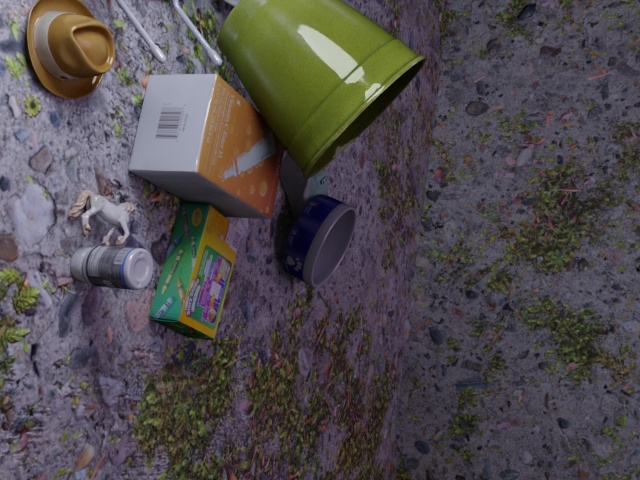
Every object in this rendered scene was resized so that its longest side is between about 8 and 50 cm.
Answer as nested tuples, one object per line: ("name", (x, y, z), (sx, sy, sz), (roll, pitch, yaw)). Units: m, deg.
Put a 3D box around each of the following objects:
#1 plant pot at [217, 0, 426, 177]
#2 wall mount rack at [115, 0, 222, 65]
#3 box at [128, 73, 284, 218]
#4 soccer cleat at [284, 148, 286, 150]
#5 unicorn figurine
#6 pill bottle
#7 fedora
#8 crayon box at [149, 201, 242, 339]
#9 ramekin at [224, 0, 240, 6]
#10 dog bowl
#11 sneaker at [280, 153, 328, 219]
("plant pot", (-0.023, -0.388, 1.592), (0.353, 0.366, 0.366), (46, 32, 1))
("wall mount rack", (-0.307, -0.499, 1.429), (0.350, 0.131, 0.303), (-25, 117, -63))
("box", (-0.235, -0.196, 1.603), (0.345, 0.168, 0.214), (32, 64, -64))
("soccer cleat", (-0.096, -0.334, 1.999), (0.289, 0.094, 0.121), (-54, 135, -51))
("unicorn figurine", (-0.399, -0.043, 1.382), (0.162, 0.060, 0.111), (52, 38, -51))
("pill bottle", (-0.385, 0.048, 1.339), (0.078, 0.137, 0.078), (4, 90, -66))
("fedora", (-0.419, -0.338, 1.264), (0.194, 0.079, 0.194), (4, 90, -66))
("crayon box", (-0.279, 0.071, 1.658), (0.165, 0.081, 0.278), (46, 53, -60))
("ramekin", (-0.168, -0.626, 1.647), (0.109, 0.207, 0.207), (-53, 142, -38))
("dog bowl", (0.000, 0.000, 2.157), (0.265, 0.104, 0.264), (-53, 160, -29))
("sneaker", (-0.041, -0.193, 2.140), (0.255, 0.094, 0.151), (85, 29, -45))
